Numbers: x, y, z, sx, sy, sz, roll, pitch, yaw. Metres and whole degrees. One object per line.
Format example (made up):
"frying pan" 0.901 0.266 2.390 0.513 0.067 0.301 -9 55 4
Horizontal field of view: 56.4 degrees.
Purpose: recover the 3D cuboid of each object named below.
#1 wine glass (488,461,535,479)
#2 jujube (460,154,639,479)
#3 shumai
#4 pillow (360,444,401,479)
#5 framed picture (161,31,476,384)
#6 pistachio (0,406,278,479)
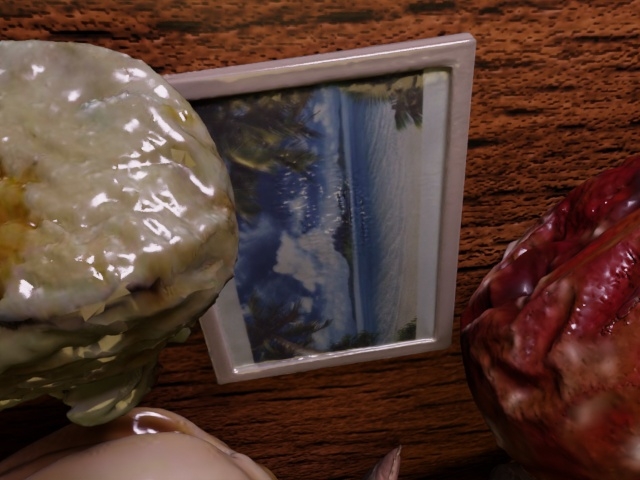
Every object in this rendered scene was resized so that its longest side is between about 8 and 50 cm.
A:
"wine glass" 0.178 0.370 0.760 0.197 0.164 0.164 2 131 -5
"jujube" 0.289 0.051 0.430 0.277 0.276 0.377 26 120 -29
"shumai" -0.175 0.013 0.389 0.256 0.189 0.218 -11 154 -3
"pillow" 0.045 0.339 0.683 0.034 0.211 0.135 32 125 1
"framed picture" 0.000 0.000 0.484 0.232 0.024 0.314 -9 132 -2
"pistachio" -0.197 0.344 0.582 0.446 0.281 0.364 -1 101 -25
